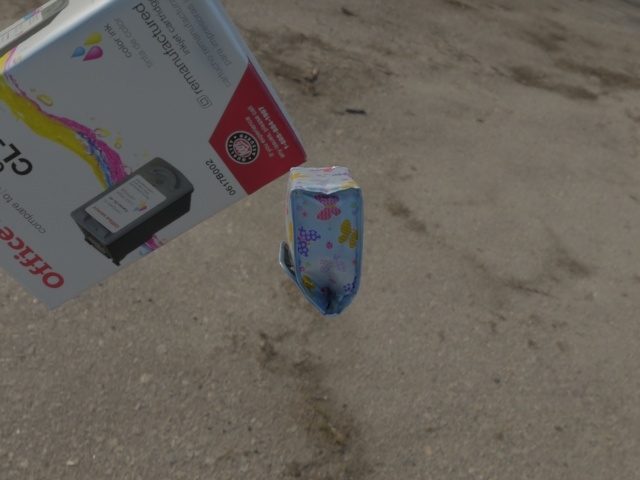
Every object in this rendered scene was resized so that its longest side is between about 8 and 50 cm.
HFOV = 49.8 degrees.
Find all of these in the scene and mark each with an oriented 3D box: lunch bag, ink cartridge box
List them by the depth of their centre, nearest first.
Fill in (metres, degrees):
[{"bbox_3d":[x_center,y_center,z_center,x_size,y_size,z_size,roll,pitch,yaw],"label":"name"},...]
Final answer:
[{"bbox_3d":[0.000,0.000,0.435,0.053,0.083,0.071,-3,18,-3],"label":"lunch bag"},{"bbox_3d":[-0.200,-0.106,0.652,0.306,0.226,0.131,-31,37,4],"label":"ink cartridge box"}]
